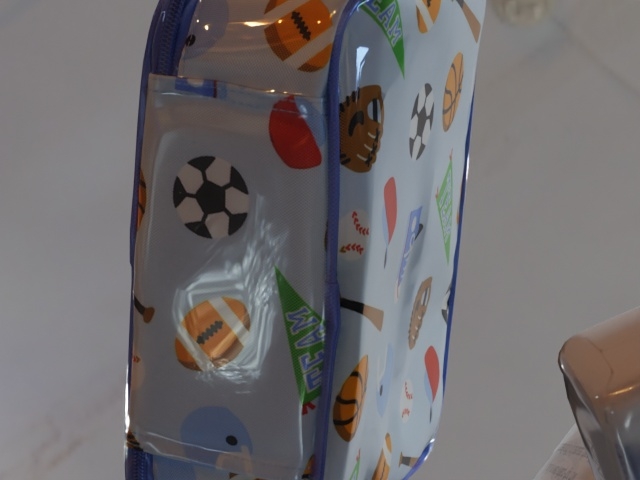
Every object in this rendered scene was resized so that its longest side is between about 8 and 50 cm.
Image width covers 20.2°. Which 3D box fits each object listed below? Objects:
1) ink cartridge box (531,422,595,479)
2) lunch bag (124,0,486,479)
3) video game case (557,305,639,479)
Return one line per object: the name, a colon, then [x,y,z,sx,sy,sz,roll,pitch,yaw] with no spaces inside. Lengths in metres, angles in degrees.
ink cartridge box: [0.159,0.121,0.757,0.121,0.211,0.289,38,-93,3]
lunch bag: [0.000,0.000,0.876,0.115,0.243,0.303,12,-72,18]
video game case: [0.251,0.087,0.460,0.329,0.036,0.300,-23,-62,-3]
